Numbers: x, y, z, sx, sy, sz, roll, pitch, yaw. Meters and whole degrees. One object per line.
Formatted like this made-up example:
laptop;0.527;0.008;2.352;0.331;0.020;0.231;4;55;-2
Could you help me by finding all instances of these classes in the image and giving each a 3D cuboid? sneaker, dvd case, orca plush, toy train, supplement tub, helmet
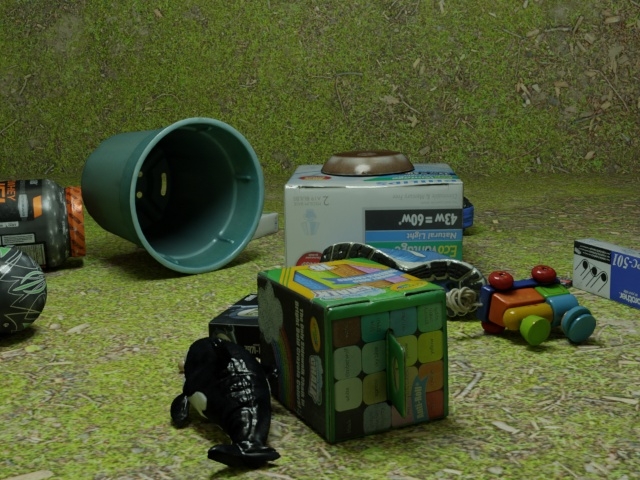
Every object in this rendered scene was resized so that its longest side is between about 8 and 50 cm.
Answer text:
sneaker;0.154;0.076;1.760;0.330;0.129;0.147;10;4;21
dvd case;0.442;0.088;1.874;0.087;0.013;0.119;8;13;39
orca plush;-0.134;0.179;1.197;0.151;0.102;0.287;-16;23;3
toy train;0.312;0.123;1.530;0.248;0.105;0.143;-6;26;-24
supplement tub;-0.707;-0.032;2.122;0.338;0.207;0.207;-5;12;-15
helmet;-0.553;0.088;1.621;0.162;0.169;0.169;-15;6;22

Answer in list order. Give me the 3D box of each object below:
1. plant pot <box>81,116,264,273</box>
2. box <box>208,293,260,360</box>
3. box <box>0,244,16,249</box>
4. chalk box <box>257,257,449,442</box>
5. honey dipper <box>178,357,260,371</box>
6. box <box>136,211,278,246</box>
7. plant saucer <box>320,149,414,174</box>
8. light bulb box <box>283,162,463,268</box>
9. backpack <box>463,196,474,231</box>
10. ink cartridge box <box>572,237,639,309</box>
plant pot;-0.364;-0.117;2.163;0.341;0.340;0.334;-11;14;-39
box;-0.074;0.144;1.491;0.148;0.077;0.180;2;12;18
box;-0.675;0.056;1.990;0.052;0.083;0.062;1;11;4
chalk box;0.054;0.142;1.238;0.179;0.180;0.289;-7;14;-26
honey dipper;-0.138;0.189;1.408;0.161;0.030;0.030;-2;11;19
box;-0.289;-0.029;2.446;0.232;0.058;0.322;5;12;29
plant saucer;0.099;-0.167;1.993;0.199;0.036;0.198;-3;11;1
light bulb box;0.111;-0.034;1.990;0.358;0.225;0.361;-1;10;2
backpack;0.345;-0.067;2.435;0.098;0.101;0.120;-12;20;-14
ink cartridge box;0.558;0.061;1.781;0.046;0.097;0.207;-6;12;-22
